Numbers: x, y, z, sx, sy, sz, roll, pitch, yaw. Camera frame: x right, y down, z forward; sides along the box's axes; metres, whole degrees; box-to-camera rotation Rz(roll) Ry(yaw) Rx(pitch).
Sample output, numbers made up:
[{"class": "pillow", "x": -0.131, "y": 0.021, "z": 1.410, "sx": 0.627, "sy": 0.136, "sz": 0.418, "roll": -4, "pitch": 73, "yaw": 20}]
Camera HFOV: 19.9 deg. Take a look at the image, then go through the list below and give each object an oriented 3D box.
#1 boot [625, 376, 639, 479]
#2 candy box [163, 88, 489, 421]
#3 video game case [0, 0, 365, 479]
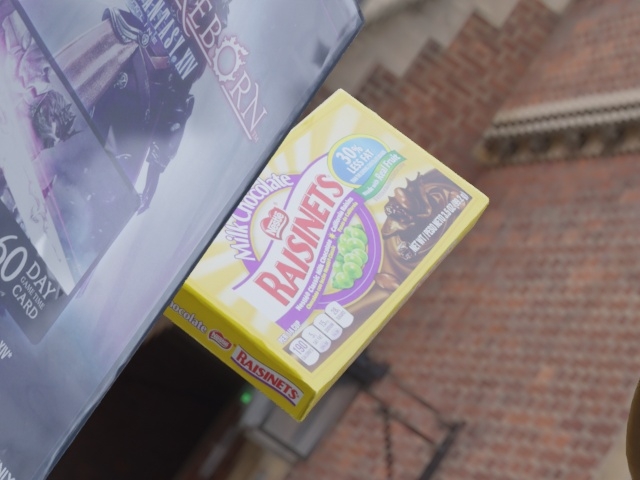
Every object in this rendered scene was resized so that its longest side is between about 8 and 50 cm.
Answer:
[{"class": "boot", "x": 0.256, "y": 0.007, "z": 0.738, "sx": 0.109, "sy": 0.283, "sz": 0.220, "roll": 40, "pitch": 14, "yaw": 25}, {"class": "candy box", "x": 0.000, "y": 0.000, "z": 0.914, "sx": 0.105, "sy": 0.206, "sz": 0.027, "roll": 36, "pitch": -51, "yaw": 8}, {"class": "video game case", "x": -0.088, "y": -0.058, "z": 0.667, "sx": 0.026, "sy": 0.274, "sz": 0.196, "roll": 14, "pitch": -33, "yaw": 35}]
